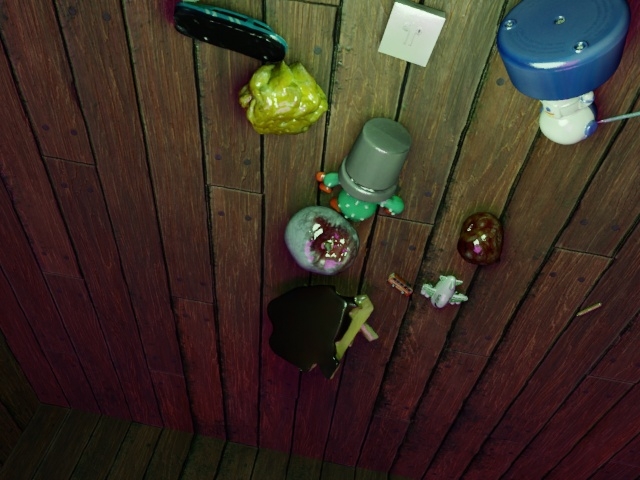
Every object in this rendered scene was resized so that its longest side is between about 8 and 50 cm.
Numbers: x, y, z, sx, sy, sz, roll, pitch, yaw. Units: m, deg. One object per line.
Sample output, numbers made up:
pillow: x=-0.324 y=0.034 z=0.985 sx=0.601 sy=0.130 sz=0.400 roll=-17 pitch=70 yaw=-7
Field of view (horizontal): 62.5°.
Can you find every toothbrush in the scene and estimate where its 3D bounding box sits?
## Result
toothbrush: x=0.787 y=-0.326 z=1.426 sx=0.167 sy=0.014 sz=0.011 roll=-10 pitch=121 yaw=21

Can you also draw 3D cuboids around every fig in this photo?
fig: x=0.541 y=0.021 z=1.739 sx=0.145 sy=0.170 sz=0.274 roll=4 pitch=157 yaw=35

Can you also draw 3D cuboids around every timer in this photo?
timer: x=0.595 y=-0.386 z=1.287 sx=0.270 sy=0.270 sz=0.383 roll=-10 pitch=145 yaw=22

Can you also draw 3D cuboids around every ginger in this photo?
ginger: x=0.007 y=0.350 z=2.067 sx=0.413 sy=0.358 sz=0.211 roll=-2 pitch=168 yaw=27

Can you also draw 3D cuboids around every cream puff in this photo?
cream puff: x=-0.101 y=-0.383 z=1.442 sx=0.244 sy=0.244 sz=0.196 roll=-30 pitch=93 yaw=34

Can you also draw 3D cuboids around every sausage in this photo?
sausage: x=0.985 y=0.253 z=1.933 sx=0.015 sy=0.015 sz=0.100 roll=34 pitch=131 yaw=-19

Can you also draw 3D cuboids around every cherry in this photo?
cherry: x=0.000 y=0.000 z=1.750 sx=0.255 sy=0.218 sz=0.296 roll=25 pitch=177 yaw=-19

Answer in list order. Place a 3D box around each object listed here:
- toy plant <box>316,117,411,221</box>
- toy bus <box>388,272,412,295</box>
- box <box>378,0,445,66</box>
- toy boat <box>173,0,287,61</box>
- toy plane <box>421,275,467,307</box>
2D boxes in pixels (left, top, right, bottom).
toy plant: x=0.149 y=-0.177 z=1.609 sx=0.279 sy=0.185 sz=0.400 roll=2 pitch=145 yaw=-16
toy bus: x=0.303 y=0.166 z=1.998 sx=0.110 sy=0.031 sz=0.043 roll=37 pitch=124 yaw=-20
box: x=0.230 y=-0.528 z=1.336 sx=0.130 sy=0.051 sz=0.129 roll=17 pitch=135 yaw=-3
toy boat: x=-0.227 y=-0.564 z=1.384 sx=0.299 sy=0.092 sz=0.134 roll=14 pitch=169 yaw=-11
toy plane: x=0.458 y=0.192 z=1.954 sx=0.174 sy=0.080 sz=0.174 roll=7 pitch=137 yaw=7
